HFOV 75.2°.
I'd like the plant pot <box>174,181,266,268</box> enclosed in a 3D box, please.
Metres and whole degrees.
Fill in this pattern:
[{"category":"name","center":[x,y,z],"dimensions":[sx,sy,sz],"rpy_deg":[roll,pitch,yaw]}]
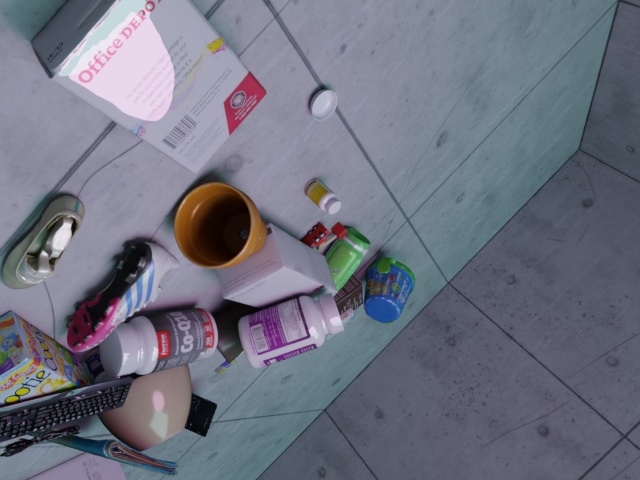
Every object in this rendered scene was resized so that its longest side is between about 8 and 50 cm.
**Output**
[{"category":"plant pot","center":[-0.230,-0.028,1.060],"dimensions":[0.205,0.205,0.188],"rpy_deg":[-48,166,6]}]

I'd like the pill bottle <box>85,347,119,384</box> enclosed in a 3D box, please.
[{"category":"pill bottle","center":[-0.593,0.359,1.144],"dimensions":[0.067,0.120,0.067],"rpy_deg":[-31,148,-23]}]

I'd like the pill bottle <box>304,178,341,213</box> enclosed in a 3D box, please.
[{"category":"pill bottle","center":[0.009,-0.133,1.274],"dimensions":[0.065,0.116,0.065],"rpy_deg":[-30,146,-23]}]

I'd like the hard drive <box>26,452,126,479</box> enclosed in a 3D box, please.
[{"category":"hard drive","center":[-0.819,0.831,1.358],"dimensions":[0.319,0.210,0.040],"rpy_deg":[-13,138,-42]}]

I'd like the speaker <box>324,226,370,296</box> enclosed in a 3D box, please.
[{"category":"speaker","center":[0.065,0.097,1.616],"dimensions":[0.131,0.131,0.296],"rpy_deg":[10,120,-55]}]

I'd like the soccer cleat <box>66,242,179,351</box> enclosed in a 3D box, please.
[{"category":"soccer cleat","center":[-0.480,0.150,1.030],"dimensions":[0.331,0.116,0.143],"rpy_deg":[-49,149,6]}]

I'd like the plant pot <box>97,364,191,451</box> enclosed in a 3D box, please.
[{"category":"plant pot","center":[-0.512,0.515,1.263],"dimensions":[0.284,0.190,0.284],"rpy_deg":[-25,167,-6]}]

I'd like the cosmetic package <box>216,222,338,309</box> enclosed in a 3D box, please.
[{"category":"cosmetic package","center":[-0.127,0.108,1.313],"dimensions":[0.217,0.156,0.385],"rpy_deg":[-29,154,17]}]

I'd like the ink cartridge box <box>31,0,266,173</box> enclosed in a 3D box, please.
[{"category":"ink cartridge box","center":[-0.272,-0.292,0.725],"dimensions":[0.226,0.131,0.306],"rpy_deg":[-46,148,3]}]

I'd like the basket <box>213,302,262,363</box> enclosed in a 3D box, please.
[{"category":"basket","center":[-0.268,0.286,1.428],"dimensions":[0.227,0.154,0.204],"rpy_deg":[-37,154,-20]}]

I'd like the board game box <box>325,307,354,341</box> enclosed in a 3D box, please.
[{"category":"board game box","center":[0.077,0.362,1.787],"dimensions":[0.154,0.026,0.103],"rpy_deg":[-32,150,-21]}]

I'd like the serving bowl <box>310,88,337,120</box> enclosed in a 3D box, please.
[{"category":"serving bowl","center":[0.004,-0.356,1.083],"dimensions":[0.083,0.027,0.083],"rpy_deg":[-31,148,-23]}]

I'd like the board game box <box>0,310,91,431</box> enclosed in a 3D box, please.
[{"category":"board game box","center":[-0.677,0.311,0.961],"dimensions":[0.144,0.142,0.275],"rpy_deg":[-34,148,-18]}]

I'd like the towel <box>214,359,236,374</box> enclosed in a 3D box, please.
[{"category":"towel","center":[-0.386,0.513,1.693],"dimensions":[0.083,0.009,0.060],"rpy_deg":[-39,149,-10]}]

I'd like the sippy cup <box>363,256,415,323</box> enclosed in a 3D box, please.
[{"category":"sippy cup","center":[0.299,0.243,1.894],"dimensions":[0.240,0.305,0.224],"rpy_deg":[-31,-160,37]}]

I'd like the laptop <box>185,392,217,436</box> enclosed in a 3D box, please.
[{"category":"laptop","center":[-0.556,0.680,1.565],"dimensions":[0.136,0.264,0.234],"rpy_deg":[-67,-179,-57]}]

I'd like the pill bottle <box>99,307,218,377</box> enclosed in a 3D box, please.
[{"category":"pill bottle","center":[-0.453,0.287,1.185],"dimensions":[0.283,0.161,0.161],"rpy_deg":[-1,128,-51]}]

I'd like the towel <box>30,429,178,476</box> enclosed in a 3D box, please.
[{"category":"towel","center":[-0.618,0.588,1.175],"dimensions":[0.271,0.370,0.040],"rpy_deg":[56,40,-43]}]

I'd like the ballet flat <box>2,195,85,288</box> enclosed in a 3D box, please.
[{"category":"ballet flat","center":[-0.548,0.022,0.825],"dimensions":[0.248,0.086,0.086],"rpy_deg":[-52,149,13]}]

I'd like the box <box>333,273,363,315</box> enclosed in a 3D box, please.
[{"category":"box","center":[-0.002,0.292,1.765],"dimensions":[0.381,0.143,0.191],"rpy_deg":[-34,149,-14]}]

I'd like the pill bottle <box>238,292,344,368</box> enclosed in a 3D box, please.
[{"category":"pill bottle","center":[-0.087,0.270,1.292],"dimensions":[0.302,0.169,0.169],"rpy_deg":[-19,146,-3]}]

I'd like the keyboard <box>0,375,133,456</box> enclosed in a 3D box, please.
[{"category":"keyboard","center":[-0.629,0.428,0.994],"dimensions":[0.317,0.033,0.201],"rpy_deg":[2,128,-50]}]

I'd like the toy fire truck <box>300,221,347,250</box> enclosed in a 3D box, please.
[{"category":"toy fire truck","center":[0.000,0.000,1.497],"dimensions":[0.192,0.047,0.135],"rpy_deg":[-44,152,1]}]
